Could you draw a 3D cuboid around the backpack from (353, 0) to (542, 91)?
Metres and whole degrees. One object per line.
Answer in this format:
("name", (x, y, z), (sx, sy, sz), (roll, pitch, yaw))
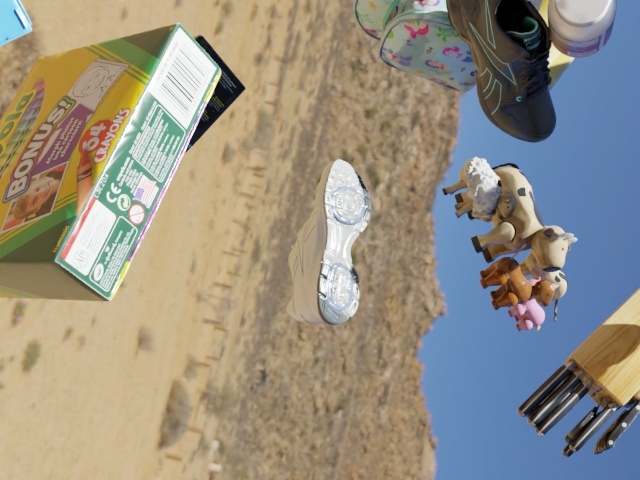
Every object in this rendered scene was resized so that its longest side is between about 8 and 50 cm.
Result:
("backpack", (0.177, -0.352, 1.293), (0.225, 0.253, 0.191), (134, -20, -70))

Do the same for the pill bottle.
("pill bottle", (0.340, -0.295, 1.129), (0.152, 0.086, 0.086), (5, 101, -75))

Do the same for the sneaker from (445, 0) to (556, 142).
("sneaker", (0.258, -0.238, 1.159), (0.101, 0.267, 0.106), (-43, -152, -15))

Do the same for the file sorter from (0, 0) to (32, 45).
("file sorter", (-0.415, -0.247, 0.935), (0.118, 0.170, 0.104), (64, -4, -21))

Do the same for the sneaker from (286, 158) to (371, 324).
("sneaker", (0.000, 0.000, 1.447), (0.129, 0.111, 0.297), (-16, -126, 46))

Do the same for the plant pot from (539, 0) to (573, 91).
("plant pot", (0.452, -0.424, 1.946), (0.239, 0.254, 0.254), (-44, -167, 14))

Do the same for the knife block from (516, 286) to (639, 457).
("knife block", (0.392, 0.161, 1.208), (0.088, 0.242, 0.276), (76, 17, -70))

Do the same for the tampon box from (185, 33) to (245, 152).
("tampon box", (-0.231, -0.238, 1.433), (0.161, 0.120, 0.101), (-51, -152, -22))

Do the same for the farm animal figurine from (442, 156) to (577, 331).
("farm animal figurine", (0.385, -0.001, 1.624), (0.327, 0.172, 0.330), (68, 18, 10))

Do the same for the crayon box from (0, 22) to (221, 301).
("crayon box", (-0.336, -0.102, 1.161), (0.106, 0.313, 0.363), (46, 55, -42))
